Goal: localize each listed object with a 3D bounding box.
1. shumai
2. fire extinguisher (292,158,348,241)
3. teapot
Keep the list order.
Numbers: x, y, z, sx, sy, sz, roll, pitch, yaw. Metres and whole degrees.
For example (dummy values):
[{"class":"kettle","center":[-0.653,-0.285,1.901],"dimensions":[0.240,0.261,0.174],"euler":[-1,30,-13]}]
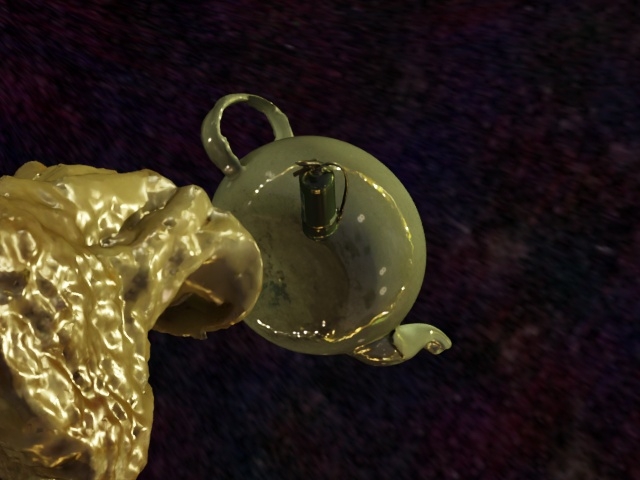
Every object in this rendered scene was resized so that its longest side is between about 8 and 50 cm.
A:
[{"class":"shumai","center":[-0.178,0.035,1.456],"dimensions":[0.262,0.267,0.314],"euler":[-41,146,-15]},{"class":"fire extinguisher","center":[0.001,-0.033,1.350],"dimensions":[0.038,0.025,0.083],"euler":[-15,147,-6]},{"class":"teapot","center":[0.000,0.000,1.667],"dimensions":[0.294,0.193,0.129],"euler":[55,40,-6]}]
